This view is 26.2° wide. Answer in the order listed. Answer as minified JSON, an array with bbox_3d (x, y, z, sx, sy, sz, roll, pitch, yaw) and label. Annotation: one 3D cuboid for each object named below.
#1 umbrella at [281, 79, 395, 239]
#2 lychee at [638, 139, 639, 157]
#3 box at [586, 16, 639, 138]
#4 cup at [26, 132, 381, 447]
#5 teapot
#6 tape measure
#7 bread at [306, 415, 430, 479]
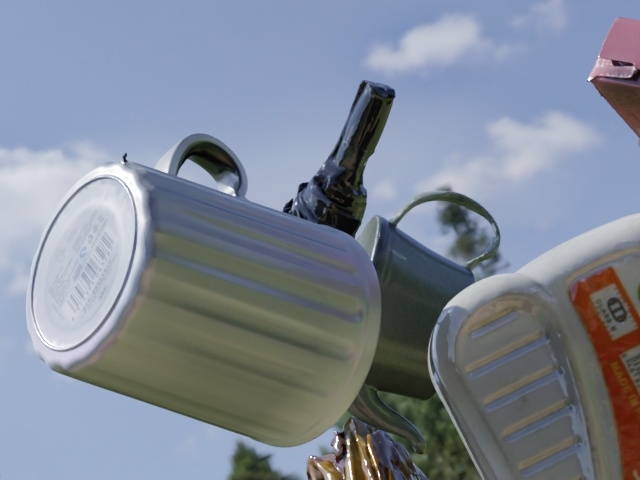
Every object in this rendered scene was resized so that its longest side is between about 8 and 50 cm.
[{"bbox_3d":[0.000,0.000,1.368,0.118,0.118,0.340,-2,-60,-48],"label":"umbrella"},{"bbox_3d":[0.422,-0.100,1.394,0.200,0.200,0.238,-19,20,-12],"label":"lychee"},{"bbox_3d":[0.283,-0.102,1.024,0.156,0.111,0.060,35,-102,-49],"label":"box"},{"bbox_3d":[-0.095,0.030,0.979,0.202,0.221,0.167,22,-74,-38],"label":"cup"},{"bbox_3d":[0.092,0.068,1.254,0.149,0.239,0.162,21,-14,-5],"label":"teapot"},{"bbox_3d":[0.215,0.131,1.019,0.265,0.258,0.130,-25,-14,-5],"label":"tape measure"},{"bbox_3d":[0.082,0.366,1.344,0.167,0.277,0.324,-28,-55,8],"label":"bread"}]
